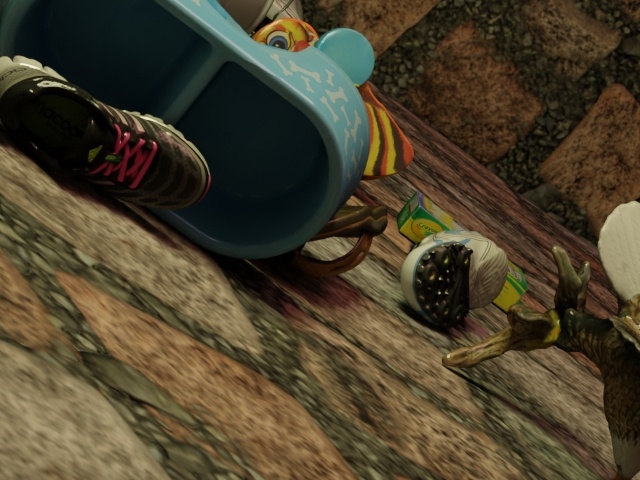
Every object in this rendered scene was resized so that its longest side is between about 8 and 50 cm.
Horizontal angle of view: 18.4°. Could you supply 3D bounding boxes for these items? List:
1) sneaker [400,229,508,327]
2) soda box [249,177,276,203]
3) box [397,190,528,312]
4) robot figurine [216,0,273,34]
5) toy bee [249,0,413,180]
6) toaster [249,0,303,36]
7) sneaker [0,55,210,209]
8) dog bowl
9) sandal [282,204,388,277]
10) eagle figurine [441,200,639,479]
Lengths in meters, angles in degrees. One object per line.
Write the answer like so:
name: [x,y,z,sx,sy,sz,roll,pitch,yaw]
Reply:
sneaker: [0.111,0.032,1.859,0.086,0.085,0.237,13,5,18]
soda box: [-0.037,-0.069,1.584,0.074,0.069,0.216,0,8,-10]
box: [0.169,0.019,2.237,0.179,0.043,0.105,39,9,-7]
robot figurine: [-0.154,-0.287,1.991,0.353,0.199,0.300,-10,89,-78]
toy bee: [-0.030,-0.183,2.195,0.298,0.162,0.195,58,-17,16]
toaster: [-0.106,-0.265,2.324,0.227,0.129,0.146,38,12,-15]
sneaker: [-0.149,-0.063,1.321,0.170,0.063,0.075,30,11,-19]
dog bowl: [-0.102,-0.100,1.407,0.297,0.166,0.074,37,21,-11]
sandal: [0.000,0.000,1.587,0.090,0.060,0.219,2,1,14]
eagle figurine: [0.293,0.141,1.654,0.298,0.226,0.225,38,-13,38]
